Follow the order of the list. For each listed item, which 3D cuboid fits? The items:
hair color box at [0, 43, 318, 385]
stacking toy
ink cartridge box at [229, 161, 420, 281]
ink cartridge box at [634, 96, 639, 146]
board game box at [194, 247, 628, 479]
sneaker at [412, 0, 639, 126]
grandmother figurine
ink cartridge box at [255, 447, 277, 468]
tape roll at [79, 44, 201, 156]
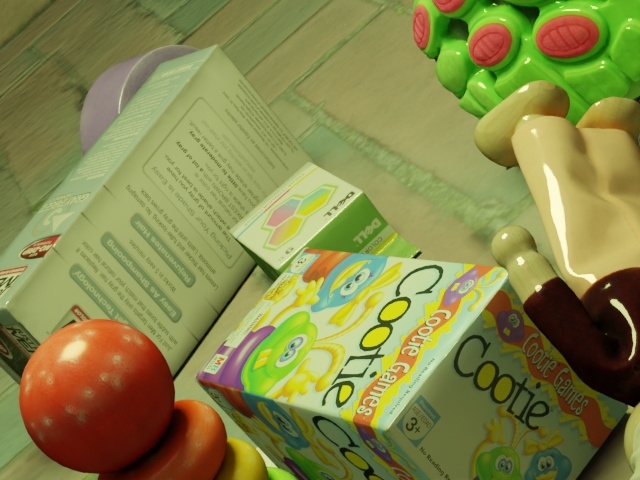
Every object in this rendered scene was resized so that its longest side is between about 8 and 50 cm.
[{"bbox_3d":[-0.175,0.000,1.728,0.114,0.185,0.374,-10,37,49],"label":"hair color box"},{"bbox_3d":[-0.058,0.179,1.036,0.141,0.330,0.141,-33,24,17],"label":"stacking toy"},{"bbox_3d":[0.000,0.000,1.616,0.109,0.062,0.209,-42,23,-6],"label":"ink cartridge box"},{"bbox_3d":[0.250,-0.114,1.438,0.104,0.061,0.181,-26,26,32],"label":"ink cartridge box"},{"bbox_3d":[0.056,0.109,1.229,0.142,0.144,0.275,-49,24,-19],"label":"board game box"},{"bbox_3d":[0.271,-0.226,1.342,0.483,0.185,0.202,-24,5,43],"label":"sneaker"},{"bbox_3d":[0.204,0.044,1.097,0.342,0.208,0.104,-100,19,-45],"label":"grandmother figurine"},{"bbox_3d":[-0.064,0.202,1.393,0.115,0.029,0.063,-23,29,37],"label":"ink cartridge box"},{"bbox_3d":[-0.171,-0.120,1.933,0.080,0.189,0.189,-13,35,48],"label":"tape roll"}]
